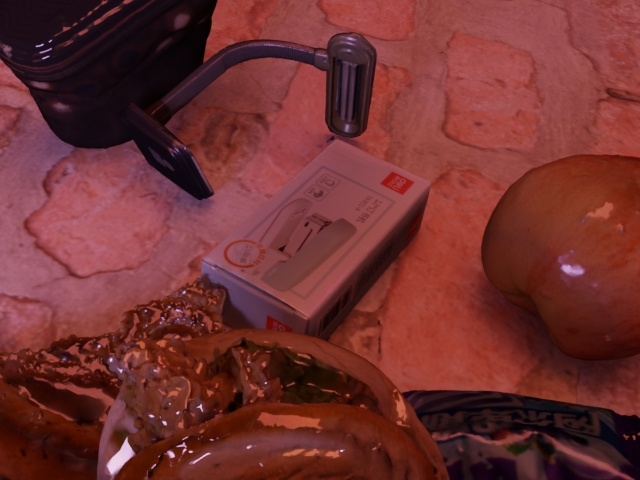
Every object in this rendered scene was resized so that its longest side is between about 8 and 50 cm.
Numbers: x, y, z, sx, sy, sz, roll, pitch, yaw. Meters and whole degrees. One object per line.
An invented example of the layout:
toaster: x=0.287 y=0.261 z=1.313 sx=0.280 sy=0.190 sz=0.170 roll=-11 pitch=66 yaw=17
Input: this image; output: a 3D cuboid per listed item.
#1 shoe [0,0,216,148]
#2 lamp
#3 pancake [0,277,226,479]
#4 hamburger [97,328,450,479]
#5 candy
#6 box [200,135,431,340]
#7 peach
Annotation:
shoe: x=-0.194 y=-0.280 z=0.988 sx=0.171 sy=0.237 sz=0.384 roll=38 pitch=74 yaw=21
lamp: x=-0.076 y=-0.144 z=0.994 sx=0.283 sy=0.203 sz=0.124 roll=-31 pitch=60 yaw=-9
pancake: x=-0.177 y=0.115 z=0.724 sx=0.265 sy=0.057 sz=0.245 roll=25 pitch=58 yaw=11
hamburger: x=-0.040 y=0.182 z=0.567 sx=0.286 sy=0.243 sz=0.146 roll=36 pitch=16 yaw=-13
candy: x=0.146 y=0.171 z=0.688 sx=0.275 sy=0.070 sz=0.145 roll=0 pitch=15 yaw=10
box: x=0.000 y=0.000 z=0.883 sx=0.135 sy=0.079 sz=0.269 roll=28 pitch=47 yaw=19
peach: x=0.287 y=0.000 z=0.832 sx=0.232 sy=0.233 sz=0.233 roll=5 pitch=43 yaw=-4
